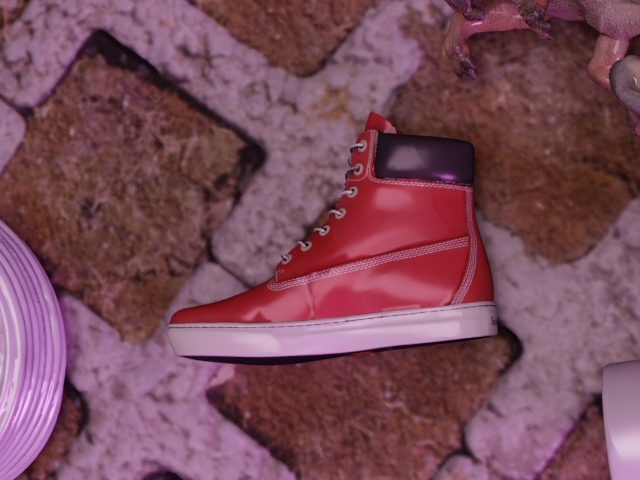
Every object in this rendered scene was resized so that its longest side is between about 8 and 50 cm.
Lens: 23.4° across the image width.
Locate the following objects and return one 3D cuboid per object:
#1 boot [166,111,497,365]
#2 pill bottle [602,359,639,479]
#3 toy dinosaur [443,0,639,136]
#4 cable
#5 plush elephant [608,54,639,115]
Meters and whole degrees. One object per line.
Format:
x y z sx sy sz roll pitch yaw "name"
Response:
0.000 0.000 1.143 0.244 0.088 0.176 -8 83 8 "boot"
0.326 0.119 1.000 0.272 0.152 0.152 -7 84 16 "pill bottle"
0.191 -0.204 1.083 0.296 0.127 0.200 22 71 37 "toy dinosaur"
-0.329 0.087 1.228 0.257 0.089 0.257 13 89 17 "cable"
0.323 -0.073 0.894 0.272 0.255 0.330 41 126 3 "plush elephant"
